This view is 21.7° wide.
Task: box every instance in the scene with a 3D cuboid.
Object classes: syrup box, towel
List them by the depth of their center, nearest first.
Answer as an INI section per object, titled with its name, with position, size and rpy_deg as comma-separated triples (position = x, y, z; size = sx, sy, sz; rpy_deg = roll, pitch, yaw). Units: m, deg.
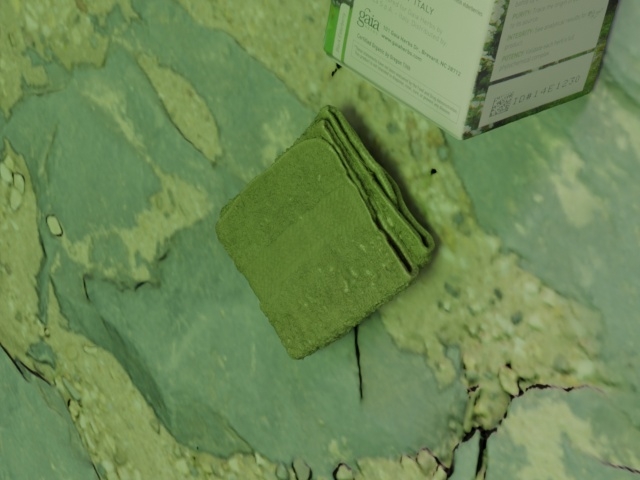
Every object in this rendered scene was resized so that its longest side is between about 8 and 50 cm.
[syrup box]
position = 0.082, -0.172, 0.715
size = 0.096, 0.093, 0.236
rpy_deg = 37, 132, 34
[towel]
position = 0.000, 0.000, 0.945
size = 0.110, 0.027, 0.148
rpy_deg = 59, 139, 10
